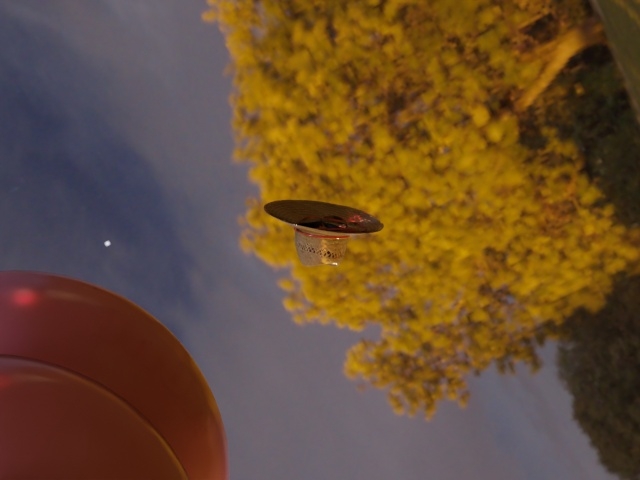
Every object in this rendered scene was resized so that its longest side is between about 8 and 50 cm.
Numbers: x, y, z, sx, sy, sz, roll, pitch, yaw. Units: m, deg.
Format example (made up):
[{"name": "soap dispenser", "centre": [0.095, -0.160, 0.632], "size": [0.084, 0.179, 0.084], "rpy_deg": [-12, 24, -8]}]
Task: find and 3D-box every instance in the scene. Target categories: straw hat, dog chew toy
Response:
[{"name": "straw hat", "centre": [0.000, 0.000, 1.071], "size": [0.144, 0.145, 0.061], "rpy_deg": [-51, -30, -73]}, {"name": "dog chew toy", "centre": [-0.133, 0.127, 0.374], "size": [0.206, 0.207, 0.332], "rpy_deg": [60, 175, -11]}]
